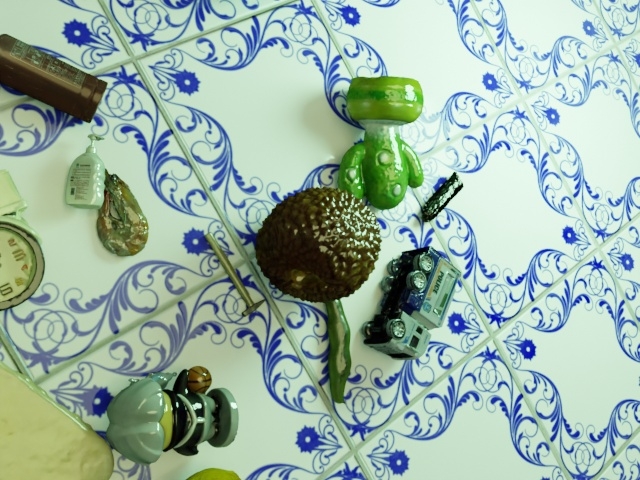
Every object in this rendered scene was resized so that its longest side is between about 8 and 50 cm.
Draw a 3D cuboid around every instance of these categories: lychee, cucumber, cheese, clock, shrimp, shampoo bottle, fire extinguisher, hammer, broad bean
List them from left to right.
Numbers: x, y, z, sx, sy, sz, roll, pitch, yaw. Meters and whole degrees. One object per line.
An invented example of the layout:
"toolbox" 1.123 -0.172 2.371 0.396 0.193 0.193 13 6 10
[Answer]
"clock" -0.683 0.043 1.194 0.379 0.120 0.276 -25 96 -34
"cheese" -0.543 0.382 1.200 0.384 0.104 0.383 6 78 -27
"fire extinguisher" -0.561 -0.328 1.340 0.269 0.105 0.104 23 70 -22
"shampoo bottle" -0.463 -0.140 1.367 0.077 0.045 0.151 1 79 9
"shrimp" -0.411 -0.059 1.392 0.101 0.042 0.190 -19 90 -22
"hammer" -0.191 0.068 1.497 0.062 0.013 0.198 -33 97 -29
"lychee" 0.000 0.000 1.487 0.268 0.267 0.267 6 78 -27
"broad bean" 0.041 0.224 1.571 0.060 0.043 0.297 -2 80 -17
"cucumber" 0.313 -0.109 1.775 0.053 0.053 0.181 49 65 -11

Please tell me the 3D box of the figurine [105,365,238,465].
"figurine" -0.283 0.330 1.305 0.236 0.133 0.175 6 75 -41

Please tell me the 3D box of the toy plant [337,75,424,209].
"toy plant" 0.153 -0.232 1.669 0.224 0.184 0.315 2 95 -22

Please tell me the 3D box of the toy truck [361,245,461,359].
"toy truck" 0.221 0.159 1.632 0.155 0.124 0.267 36 65 -22

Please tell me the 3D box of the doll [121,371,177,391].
"doll" -0.336 0.286 1.363 0.114 0.039 0.057 -23 86 -26

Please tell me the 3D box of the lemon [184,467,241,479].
"lemon" -0.219 0.533 1.306 0.207 0.170 0.170 -37 98 -34
